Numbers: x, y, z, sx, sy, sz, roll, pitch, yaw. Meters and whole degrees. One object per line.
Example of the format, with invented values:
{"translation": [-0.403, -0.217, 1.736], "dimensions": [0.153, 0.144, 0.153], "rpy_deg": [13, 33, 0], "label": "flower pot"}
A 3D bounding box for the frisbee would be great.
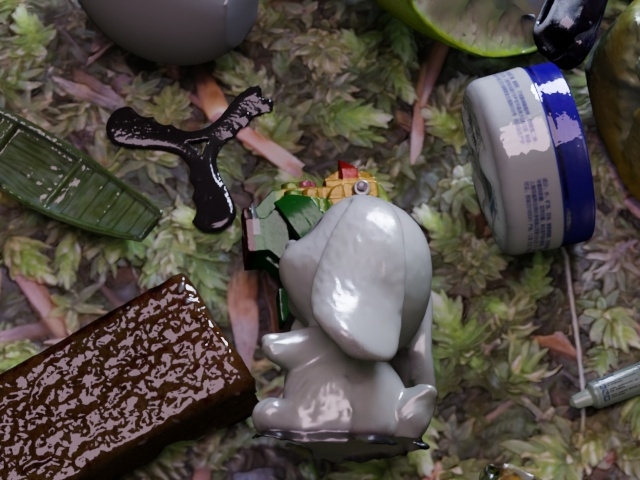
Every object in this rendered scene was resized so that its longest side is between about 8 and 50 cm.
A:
{"translation": [-0.136, -0.124, 1.955], "dimensions": [0.211, 0.012, 0.187], "rpy_deg": [40, 70, 19], "label": "frisbee"}

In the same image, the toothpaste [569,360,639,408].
{"translation": [0.364, 0.146, 1.807], "dimensions": [0.197, 0.029, 0.048], "rpy_deg": [-19, 68, -12], "label": "toothpaste"}

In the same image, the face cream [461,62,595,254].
{"translation": [0.226, -0.088, 1.826], "dimensions": [0.111, 0.206, 0.206], "rpy_deg": [-11, 64, 0], "label": "face cream"}

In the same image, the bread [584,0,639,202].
{"translation": [0.487, -0.227, 1.873], "dimensions": [0.264, 0.239, 0.395], "rpy_deg": [41, 70, 18], "label": "bread"}

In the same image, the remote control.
{"translation": [0.314, -0.331, 1.950], "dimensions": [0.066, 0.090, 0.266], "rpy_deg": [29, 72, -29], "label": "remote control"}

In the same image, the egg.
{"translation": [-0.190, -0.303, 1.953], "dimensions": [0.232, 0.176, 0.176], "rpy_deg": [27, 67, 17], "label": "egg"}

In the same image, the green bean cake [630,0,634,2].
{"translation": [0.424, -0.399, 2.036], "dimensions": [0.208, 0.107, 0.193], "rpy_deg": [-40, 71, -16], "label": "green bean cake"}

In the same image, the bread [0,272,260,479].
{"translation": [-0.281, 0.204, 1.739], "dimensions": [0.416, 0.113, 0.165], "rpy_deg": [-29, 66, -12], "label": "bread"}

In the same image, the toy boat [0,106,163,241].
{"translation": [-0.312, -0.071, 1.907], "dimensions": [0.293, 0.055, 0.093], "rpy_deg": [29, 67, 15], "label": "toy boat"}

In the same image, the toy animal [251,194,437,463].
{"translation": [0.037, 0.100, 1.691], "dimensions": [0.174, 0.249, 0.289], "rpy_deg": [-2, 94, 15], "label": "toy animal"}

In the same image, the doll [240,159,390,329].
{"translation": [-0.005, -0.007, 1.844], "dimensions": [0.186, 0.106, 0.134], "rpy_deg": [-33, 77, -15], "label": "doll"}

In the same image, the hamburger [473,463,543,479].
{"translation": [0.197, 0.343, 1.673], "dimensions": [0.155, 0.135, 0.208], "rpy_deg": [19, 79, 27], "label": "hamburger"}

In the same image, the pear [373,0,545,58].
{"translation": [0.151, -0.403, 1.946], "dimensions": [0.165, 0.399, 0.399], "rpy_deg": [8, 58, 43], "label": "pear"}
